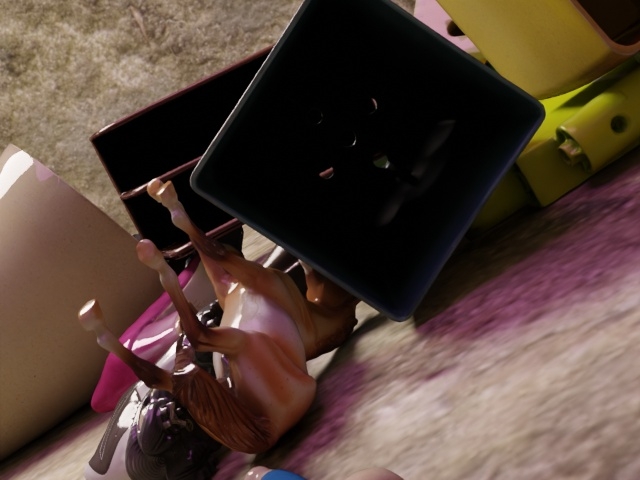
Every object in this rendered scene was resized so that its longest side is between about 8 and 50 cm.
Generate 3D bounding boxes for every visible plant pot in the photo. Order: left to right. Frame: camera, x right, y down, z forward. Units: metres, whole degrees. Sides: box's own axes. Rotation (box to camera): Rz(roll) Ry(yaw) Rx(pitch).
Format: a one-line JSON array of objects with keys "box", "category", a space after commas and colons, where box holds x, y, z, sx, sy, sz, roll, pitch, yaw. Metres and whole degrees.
[{"box": [-0.305, 0.088, 1.101, 0.274, 0.256, 0.256, -50, 12, -10], "category": "plant pot"}, {"box": [0.024, -0.072, 0.793, 0.165, 0.165, 0.234, -56, 6, 4], "category": "plant pot"}, {"box": [0.190, -0.229, 0.820, 0.212, 0.212, 0.187, -37, -7, -17], "category": "plant pot"}]

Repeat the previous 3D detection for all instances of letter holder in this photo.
[{"box": [-0.058, -0.111, 1.100, 0.301, 0.152, 0.214, -28, 7, -13], "category": "letter holder"}]

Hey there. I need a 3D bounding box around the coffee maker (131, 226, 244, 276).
[{"box": [-0.198, 0.035, 1.325, 0.178, 0.120, 0.171, -29, 10, 25], "category": "coffee maker"}]

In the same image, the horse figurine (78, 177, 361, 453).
[{"box": [-0.051, 0.053, 0.666, 0.066, 0.174, 0.263, -39, 17, 18], "category": "horse figurine"}]

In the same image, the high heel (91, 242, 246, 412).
[{"box": [-0.131, 0.080, 1.019, 0.117, 0.082, 0.244, -35, 13, 19], "category": "high heel"}]

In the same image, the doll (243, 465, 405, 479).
[{"box": [-0.042, 0.136, 0.452, 0.189, 0.046, 0.129, -29, 10, 24], "category": "doll"}]

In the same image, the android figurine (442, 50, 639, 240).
[{"box": [0.205, -0.096, 0.866, 0.273, 0.056, 0.248, -34, 8, -3], "category": "android figurine"}]

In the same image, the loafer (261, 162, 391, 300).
[{"box": [0.000, 0.000, 0.955, 0.220, 0.078, 0.080, -32, 9, -3], "category": "loafer"}]

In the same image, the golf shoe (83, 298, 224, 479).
[{"box": [-0.093, 0.101, 0.733, 0.094, 0.077, 0.198, -28, 8, 26], "category": "golf shoe"}]

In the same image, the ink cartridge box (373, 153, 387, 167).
[{"box": [0.084, -0.069, 1.143, 0.171, 0.056, 0.235, -28, 7, 21], "category": "ink cartridge box"}]

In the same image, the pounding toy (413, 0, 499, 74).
[{"box": [0.160, -0.156, 1.065, 0.181, 0.206, 0.094, -2, 66, 29], "category": "pounding toy"}]
